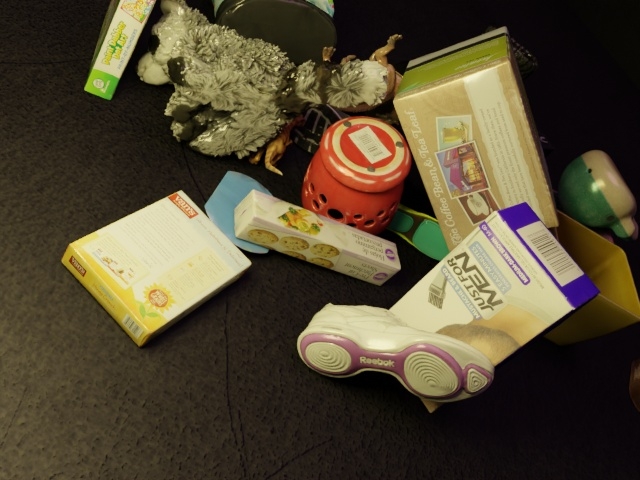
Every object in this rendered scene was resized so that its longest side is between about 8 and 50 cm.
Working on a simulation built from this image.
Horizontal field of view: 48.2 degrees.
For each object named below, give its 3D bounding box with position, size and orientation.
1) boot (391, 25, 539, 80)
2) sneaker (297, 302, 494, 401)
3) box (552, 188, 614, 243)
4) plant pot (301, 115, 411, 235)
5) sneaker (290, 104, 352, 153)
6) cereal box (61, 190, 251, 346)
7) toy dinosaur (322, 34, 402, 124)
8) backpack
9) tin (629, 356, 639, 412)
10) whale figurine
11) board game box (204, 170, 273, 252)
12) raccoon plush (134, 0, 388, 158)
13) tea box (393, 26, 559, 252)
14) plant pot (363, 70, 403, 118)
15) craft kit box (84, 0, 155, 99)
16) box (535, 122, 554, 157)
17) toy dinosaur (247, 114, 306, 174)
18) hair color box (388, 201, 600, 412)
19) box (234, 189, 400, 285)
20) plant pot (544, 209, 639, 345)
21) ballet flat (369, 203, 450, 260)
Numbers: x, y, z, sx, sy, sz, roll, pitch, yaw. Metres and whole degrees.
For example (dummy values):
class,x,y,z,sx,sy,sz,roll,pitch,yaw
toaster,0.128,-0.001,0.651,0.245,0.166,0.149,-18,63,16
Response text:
class,x,y,z,sx,sy,sz,roll,pitch,yaw
boot,0.370,-0.453,1.879,0.348,0.260,0.131,15,44,-29
sneaker,0.125,0.159,1.137,0.305,0.114,0.152,13,29,10
box,0.519,-0.024,1.672,0.300,0.154,0.142,21,42,-21
plant pot,0.067,-0.122,1.339,0.191,0.174,0.191,4,58,-7
sneaker,0.042,-0.226,1.536,0.300,0.111,0.121,32,21,-11
cereal box,-0.238,0.033,1.079,0.173,0.047,0.240,46,38,7
toy dinosaur,0.101,-0.327,1.586,0.127,0.295,0.200,10,74,-80
backpack,-0.121,-0.591,1.654,0.290,0.273,0.355,8,35,-25
tin,0.748,0.331,1.609,0.106,0.040,0.190,37,38,3
whale figurine,0.631,-0.081,1.620,0.272,0.141,0.216,38,30,-46
board game box,-0.137,-0.041,1.249,0.133,0.033,0.169,39,39,-13
raccoon plush,-0.122,-0.327,1.346,0.446,0.216,0.299,-1,51,-12
tea box,0.312,-0.204,1.415,0.329,0.220,0.323,66,22,-21
plant pot,0.150,-0.342,1.724,0.134,0.095,0.134,23,41,-22
craft kit box,-0.341,-0.420,1.278,0.061,0.247,0.250,17,43,-22
box,0.421,-0.232,1.782,0.270,0.165,0.143,-2,54,-40
toy dinosaur,-0.090,-0.174,1.350,0.064,0.112,0.211,35,45,-13
hair color box,0.254,0.116,1.165,0.110,0.339,0.185,-16,64,-44
box,0.000,0.000,1.266,0.324,0.067,0.063,21,45,-33
plant pot,0.520,0.099,1.524,0.212,0.187,0.212,27,40,-15
ballet flat,0.191,-0.035,1.483,0.231,0.077,0.077,27,25,-13
